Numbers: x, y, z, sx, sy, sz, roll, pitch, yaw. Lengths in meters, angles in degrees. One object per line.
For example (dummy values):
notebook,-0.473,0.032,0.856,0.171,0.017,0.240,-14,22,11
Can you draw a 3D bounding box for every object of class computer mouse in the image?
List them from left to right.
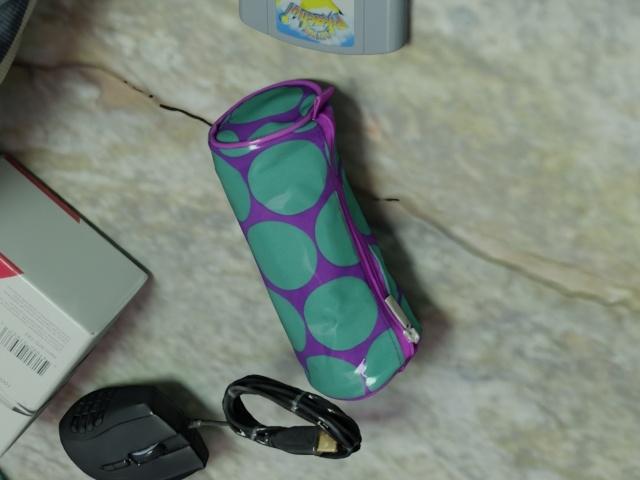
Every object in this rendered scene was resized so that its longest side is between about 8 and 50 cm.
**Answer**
computer mouse,-0.071,0.112,0.890,0.242,0.041,0.071,-12,122,49

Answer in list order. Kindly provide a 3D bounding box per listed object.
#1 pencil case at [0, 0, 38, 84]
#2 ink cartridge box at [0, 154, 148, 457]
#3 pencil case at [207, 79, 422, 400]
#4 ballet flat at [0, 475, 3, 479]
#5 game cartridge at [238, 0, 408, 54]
pencil case,-0.251,-0.088,0.781,0.183,0.160,0.410,46,129,14
ink cartridge box,-0.183,0.042,0.919,0.109,0.063,0.150,41,133,-2
pencil case,0.000,0.000,0.789,0.070,0.064,0.151,-7,118,34
ballet flat,-0.278,0.271,1.107,0.108,0.106,0.316,20,130,15
game cartridge,0.000,-0.114,0.741,0.083,0.017,0.056,14,132,20
